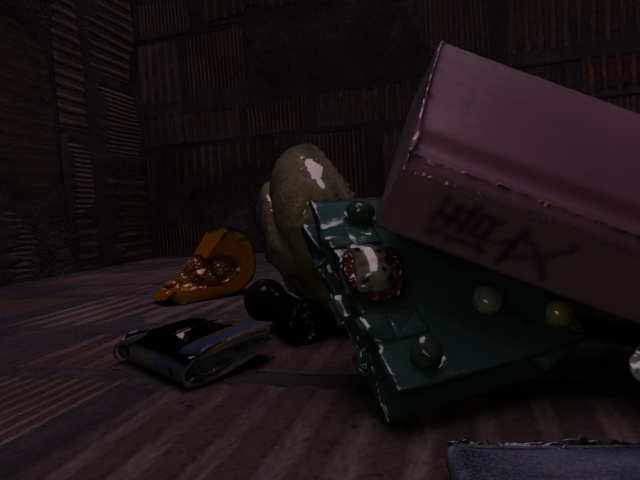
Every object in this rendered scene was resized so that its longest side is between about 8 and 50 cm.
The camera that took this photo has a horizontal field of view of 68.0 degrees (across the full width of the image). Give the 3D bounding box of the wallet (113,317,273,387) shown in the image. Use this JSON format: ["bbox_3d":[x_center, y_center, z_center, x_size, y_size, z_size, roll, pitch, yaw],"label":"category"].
[{"bbox_3d":[-0.190,0.150,0.717,0.230,0.070,0.170,-2,8,45],"label":"wallet"}]

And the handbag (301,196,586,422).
[{"bbox_3d":[0.142,0.045,0.558,0.273,0.269,0.100,-2,-41,-24],"label":"handbag"}]

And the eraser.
[{"bbox_3d":[0.269,-0.072,0.559,0.358,0.122,0.272,21,48,1],"label":"eraser"}]

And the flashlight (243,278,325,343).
[{"bbox_3d":[-0.070,0.123,0.861,0.092,0.093,0.232,-6,4,-24],"label":"flashlight"}]

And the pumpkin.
[{"bbox_3d":[-0.316,0.062,1.310,0.280,0.190,0.139,-7,5,-34],"label":"pumpkin"}]

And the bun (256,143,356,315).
[{"bbox_3d":[0.000,0.000,0.925,0.219,0.365,0.365,-34,0,6],"label":"bun"}]

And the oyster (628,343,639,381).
[{"bbox_3d":[0.426,0.113,0.409,0.251,0.087,0.199,-13,15,-18],"label":"oyster"}]

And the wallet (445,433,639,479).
[{"bbox_3d":[0.191,0.165,0.272,0.221,0.036,0.167,-5,4,9],"label":"wallet"}]

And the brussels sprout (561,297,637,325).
[{"bbox_3d":[0.473,-0.001,0.765,0.227,0.259,0.295,16,37,-31],"label":"brussels sprout"}]
